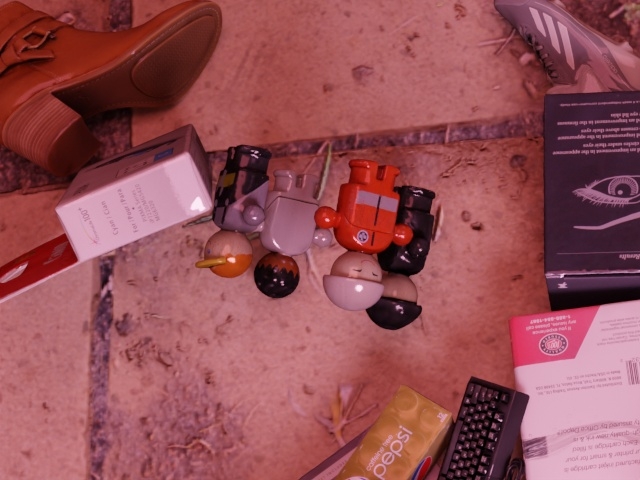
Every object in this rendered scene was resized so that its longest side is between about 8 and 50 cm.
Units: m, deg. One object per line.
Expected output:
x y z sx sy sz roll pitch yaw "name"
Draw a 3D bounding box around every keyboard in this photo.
0.147 0.223 1.592 0.108 0.023 0.180 15 87 50 "keyboard"

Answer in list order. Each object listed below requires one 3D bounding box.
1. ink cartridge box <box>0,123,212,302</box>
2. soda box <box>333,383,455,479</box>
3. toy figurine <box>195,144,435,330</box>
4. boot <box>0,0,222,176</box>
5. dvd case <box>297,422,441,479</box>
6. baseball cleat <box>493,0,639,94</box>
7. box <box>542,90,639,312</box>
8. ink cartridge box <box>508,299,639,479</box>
-0.237 -0.027 1.716 0.261 0.296 0.066 -24 100 0 "ink cartridge box"
0.056 0.232 1.638 0.061 0.058 0.181 31 74 22 "soda box"
0.000 0.000 1.695 0.210 0.213 0.148 8 85 19 "toy figurine"
-0.269 -0.211 1.913 0.283 0.109 0.220 -45 55 -11 "boot"
0.071 0.296 1.650 0.164 0.018 0.221 -36 64 -5 "dvd case"
0.251 -0.194 1.803 0.206 0.072 0.109 33 83 26 "baseball cleat"
0.301 -0.038 1.701 0.153 0.108 0.207 0 67 11 "box"
0.279 0.186 1.609 0.172 0.100 0.237 -8 64 10 "ink cartridge box"
